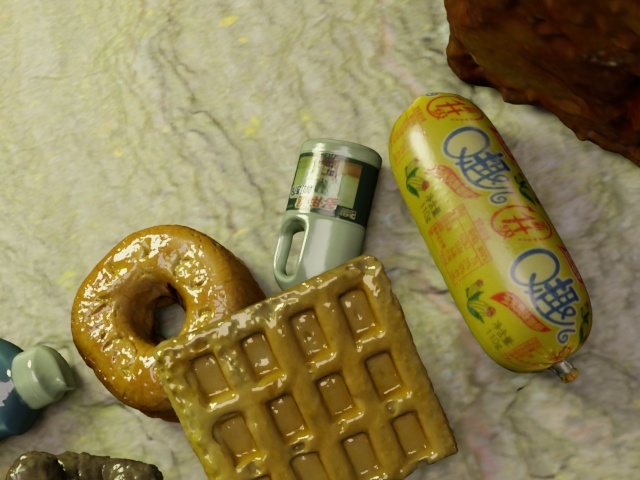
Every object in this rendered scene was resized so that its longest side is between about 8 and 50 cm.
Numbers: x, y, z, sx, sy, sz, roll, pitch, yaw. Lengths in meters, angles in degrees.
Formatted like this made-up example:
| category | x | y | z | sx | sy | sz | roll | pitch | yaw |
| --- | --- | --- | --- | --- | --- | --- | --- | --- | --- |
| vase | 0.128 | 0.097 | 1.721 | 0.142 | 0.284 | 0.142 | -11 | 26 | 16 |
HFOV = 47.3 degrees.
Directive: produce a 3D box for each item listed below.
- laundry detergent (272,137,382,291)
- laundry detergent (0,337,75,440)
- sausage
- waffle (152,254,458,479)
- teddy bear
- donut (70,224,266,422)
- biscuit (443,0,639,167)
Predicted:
| category | x | y | z | sx | sy | sz | roll | pitch | yaw |
| --- | --- | --- | --- | --- | --- | --- | --- | --- | --- |
| laundry detergent | 0.000 | 0.000 | 0.832 | 0.099 | 0.070 | 0.226 | 12 | 80 | 11 |
| laundry detergent | -0.437 | 0.202 | 0.903 | 0.289 | 0.094 | 0.144 | -22 | 64 | 7 |
| sausage | 0.169 | -0.013 | 0.754 | 0.123 | 0.123 | 0.347 | -28 | 69 | 8 |
| waffle | -0.015 | 0.159 | 0.737 | 0.247 | 0.055 | 0.221 | -23 | 93 | -2 |
| teddy bear | -0.267 | 0.327 | 0.795 | 0.140 | 0.177 | 0.190 | -26 | 60 | 57 |
| donut | -0.171 | 0.091 | 0.836 | 0.226 | 0.114 | 0.227 | -5 | 73 | 15 |
| biscuit | 0.303 | -0.210 | 0.655 | 0.395 | 0.343 | 0.166 | 34 | 83 | 19 |
